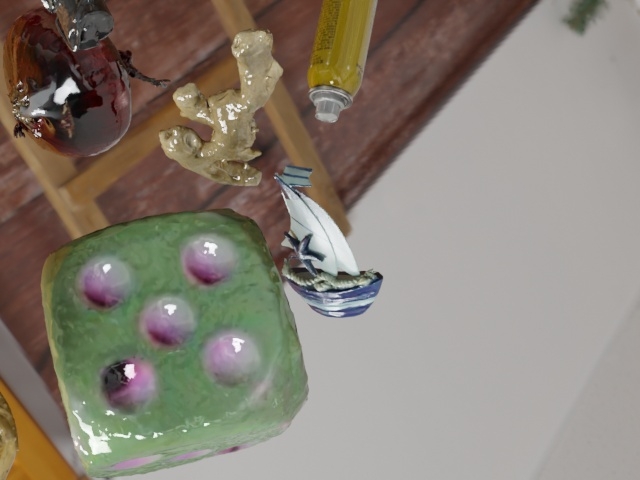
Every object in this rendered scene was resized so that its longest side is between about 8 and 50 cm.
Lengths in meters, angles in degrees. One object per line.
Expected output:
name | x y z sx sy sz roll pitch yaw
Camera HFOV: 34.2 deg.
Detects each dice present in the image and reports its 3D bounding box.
dice | -0.208 0.151 1.494 0.330 0.318 0.322 -13 165 -11

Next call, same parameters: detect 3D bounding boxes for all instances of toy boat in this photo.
toy boat | -0.016 0.014 1.829 0.210 0.291 0.070 -29 -171 47

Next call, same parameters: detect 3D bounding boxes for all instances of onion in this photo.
onion | -0.414 -0.283 1.806 0.285 0.273 0.273 -30 -163 -30

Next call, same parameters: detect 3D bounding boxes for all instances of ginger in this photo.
ginger | -0.132 -0.172 1.375 0.149 0.258 0.065 4 -135 -14

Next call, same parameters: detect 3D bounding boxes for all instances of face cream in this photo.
face cream | 0.043 -0.387 1.958 0.105 0.105 0.348 -8 -116 47

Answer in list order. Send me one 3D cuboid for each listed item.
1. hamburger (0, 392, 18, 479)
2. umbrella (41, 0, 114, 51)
hamburger | -0.444 0.225 1.175 0.214 0.213 0.108 -19 171 29
umbrella | -0.291 -0.359 1.132 0.128 0.336 0.154 -6 138 -42
